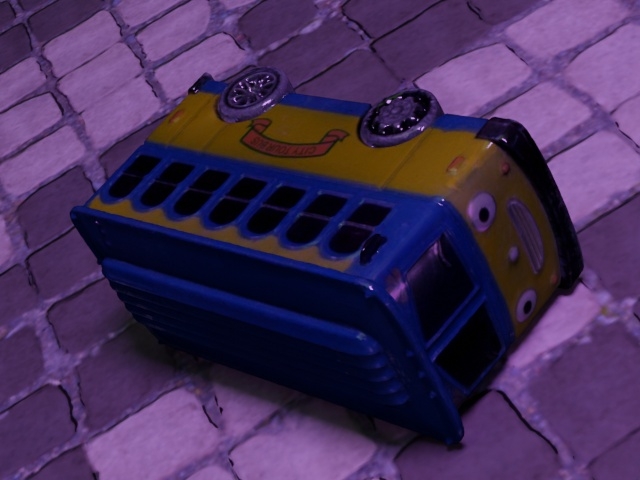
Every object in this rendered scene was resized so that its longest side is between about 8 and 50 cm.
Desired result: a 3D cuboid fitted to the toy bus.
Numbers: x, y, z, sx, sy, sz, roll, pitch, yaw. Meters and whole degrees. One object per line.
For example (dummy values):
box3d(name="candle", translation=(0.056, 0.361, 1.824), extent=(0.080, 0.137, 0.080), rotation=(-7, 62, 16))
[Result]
box3d(name="toy bus", translation=(0.000, 0.000, 0.906), extent=(0.287, 0.138, 0.175), rotation=(14, 54, 44))
